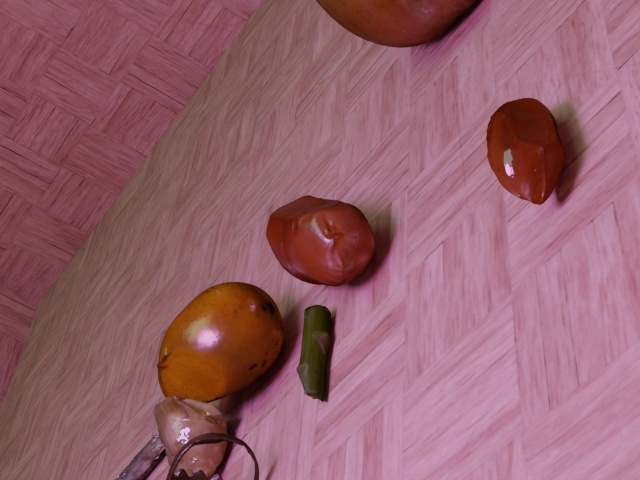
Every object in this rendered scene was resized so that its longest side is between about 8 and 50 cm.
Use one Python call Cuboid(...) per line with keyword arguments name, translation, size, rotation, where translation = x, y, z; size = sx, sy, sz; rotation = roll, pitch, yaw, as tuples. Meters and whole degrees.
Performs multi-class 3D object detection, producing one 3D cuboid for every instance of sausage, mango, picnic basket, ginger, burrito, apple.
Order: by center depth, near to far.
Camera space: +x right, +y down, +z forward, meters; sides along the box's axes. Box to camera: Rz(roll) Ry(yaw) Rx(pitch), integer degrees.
Cuboid(name="sausage", translation=(0.233, -0.106, 1.364), size=(0.089, 0.089, 0.179), rotation=(-52, 18, 25))
Cuboid(name="picnic basket", translation=(-0.154, 0.348, 1.634), size=(0.138, 0.128, 0.178), rotation=(-143, 66, -69))
Cuboid(name="sausage", translation=(0.001, 0.002, 1.743), size=(0.133, 0.133, 0.258), rotation=(-63, 19, -7))
Cuboid(name="mango", translation=(-0.162, 0.167, 1.869), size=(0.290, 0.160, 0.191), rotation=(-45, 5, 48))
Cuboid(name="ginger", translation=(-0.209, 0.324, 1.870), size=(0.193, 0.115, 0.122), rotation=(133, 144, -65))
Cuboid(name="apple", translation=(0.118, -0.492, 1.880), size=(0.338, 0.305, 0.338), rotation=(-48, 22, 27))
Cuboid(name="burrito", translation=(-0.325, 0.407, 2.132), size=(0.171, 0.042, 0.051), rotation=(-51, 11, 23))

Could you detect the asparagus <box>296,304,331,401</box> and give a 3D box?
Cuboid(name="asparagus", translation=(-0.008, 0.162, 1.671), size=(0.045, 0.041, 0.178), rotation=(-7, 39, 10))
